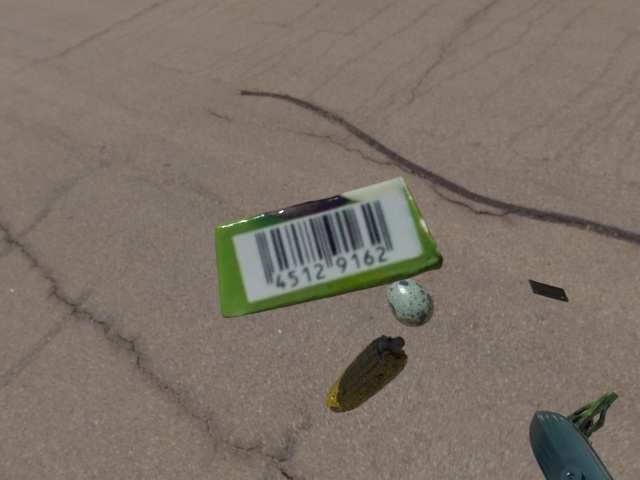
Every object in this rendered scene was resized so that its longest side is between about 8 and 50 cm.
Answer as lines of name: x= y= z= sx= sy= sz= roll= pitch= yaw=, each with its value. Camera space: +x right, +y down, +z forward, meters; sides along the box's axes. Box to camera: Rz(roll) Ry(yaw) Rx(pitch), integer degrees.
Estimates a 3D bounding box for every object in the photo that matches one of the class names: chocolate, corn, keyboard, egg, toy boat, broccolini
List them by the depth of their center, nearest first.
chocolate: x=0.000 y=0.000 z=0.708 sx=0.301 sy=0.137 sz=0.289 roll=-13 pitch=5 yaw=0
toy boat: x=0.421 y=0.375 z=0.760 sx=0.093 sy=0.103 sz=0.246 roll=-40 pitch=11 yaw=14
corn: x=0.106 y=0.312 z=1.036 sx=0.261 sy=0.097 sz=0.097 roll=-52 pitch=42 yaw=24
broccolini: x=0.686 y=0.463 z=1.165 sx=0.068 sy=0.202 sz=0.091 roll=10 pitch=23 yaw=-26
egg: x=0.276 y=0.189 z=1.399 sx=0.132 sy=0.132 sz=0.172 roll=-35 pitch=81 yaw=-18
keyboard: x=0.725 y=0.160 z=1.426 sx=0.155 sy=0.010 sz=0.053 roll=15 pitch=49 yaw=-21
